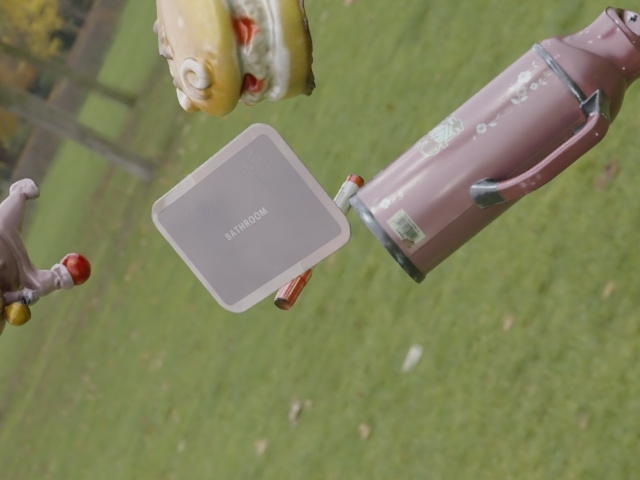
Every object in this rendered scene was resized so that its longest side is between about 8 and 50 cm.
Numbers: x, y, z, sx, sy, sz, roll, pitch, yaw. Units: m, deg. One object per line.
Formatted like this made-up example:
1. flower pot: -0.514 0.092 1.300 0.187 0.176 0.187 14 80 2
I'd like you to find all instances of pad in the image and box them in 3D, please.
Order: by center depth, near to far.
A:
1. pad: -0.087 -0.021 1.898 0.266 0.176 0.002 -34 6 44

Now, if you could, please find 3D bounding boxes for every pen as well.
1. pen: 0.000 0.000 2.058 0.239 0.028 0.028 -59 5 -38

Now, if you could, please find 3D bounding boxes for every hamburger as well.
1. hamburger: -0.137 -0.295 2.206 0.303 0.186 0.261 130 121 -78

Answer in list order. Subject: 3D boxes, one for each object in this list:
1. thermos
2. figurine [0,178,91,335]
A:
1. thermos: 0.187 -0.103 1.530 0.330 0.109 0.136 -40 0 6
2. figurine: -0.435 0.044 2.015 0.287 0.176 0.186 -30 32 -34
